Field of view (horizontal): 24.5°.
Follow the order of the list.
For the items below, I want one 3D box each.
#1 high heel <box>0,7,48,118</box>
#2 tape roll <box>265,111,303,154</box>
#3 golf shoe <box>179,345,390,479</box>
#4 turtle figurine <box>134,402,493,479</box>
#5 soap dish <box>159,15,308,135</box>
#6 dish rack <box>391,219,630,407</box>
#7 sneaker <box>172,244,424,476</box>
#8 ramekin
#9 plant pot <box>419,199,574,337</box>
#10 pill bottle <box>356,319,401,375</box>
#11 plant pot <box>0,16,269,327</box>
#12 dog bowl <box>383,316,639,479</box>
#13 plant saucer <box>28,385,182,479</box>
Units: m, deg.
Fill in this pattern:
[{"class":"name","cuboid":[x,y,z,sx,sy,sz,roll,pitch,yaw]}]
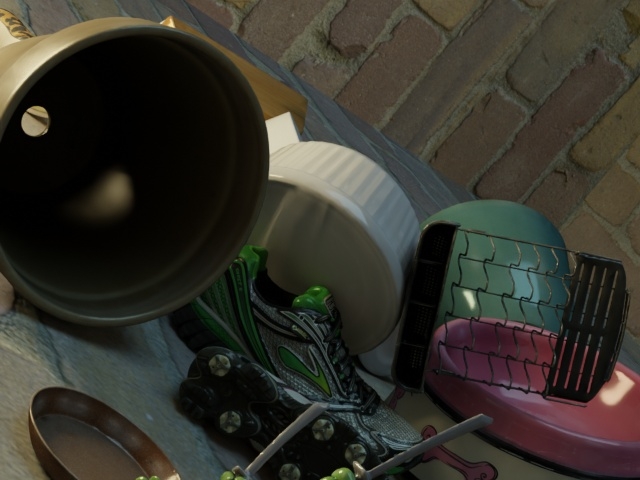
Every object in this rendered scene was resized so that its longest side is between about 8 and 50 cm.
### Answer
[{"class":"high heel","cuboid":[-0.398,-0.254,2.114,0.261,0.093,0.186,31,18,5]},{"class":"tape roll","cuboid":[-0.037,-0.032,2.075,0.286,0.100,0.286,-20,90,-89]},{"class":"golf shoe","cuboid":[-0.024,0.207,1.581,0.273,0.105,0.120,41,5,6]},{"class":"turtle figurine","cuboid":[-0.055,0.209,1.203,0.266,0.275,0.198,16,11,-39]},{"class":"soap dish","cuboid":[-0.182,-0.173,2.173,0.291,0.229,0.118,28,26,-42]},{"class":"dish rack","cuboid":[0.231,0.093,1.754,0.271,0.208,0.074,11,10,-2]},{"class":"sneaker","cuboid":[-0.010,0.144,1.730,0.343,0.146,0.134,41,13,4]},{"class":"ramekin","cuboid":[0.000,0.000,1.812,0.273,0.273,0.127,39,48,-1]},{"class":"plant pot","cuboid":[0.270,0.120,2.345,0.293,0.293,0.235,33,28,-26]},{"class":"pill bottle","cuboid":[0.073,0.096,2.195,0.119,0.119,0.208,29,17,-38]},{"class":"plant pot","cuboid":[-0.264,-0.100,1.603,0.323,0.323,0.280,29,-1,-38]},{"class":"dog bowl","cuboid":[0.284,0.241,1.926,0.408,0.150,0.408,16,19,-6]},{"class":"plant saucer","cuboid":[-0.193,0.195,1.300,0.168,0.029,0.168,38,13,-10]}]
